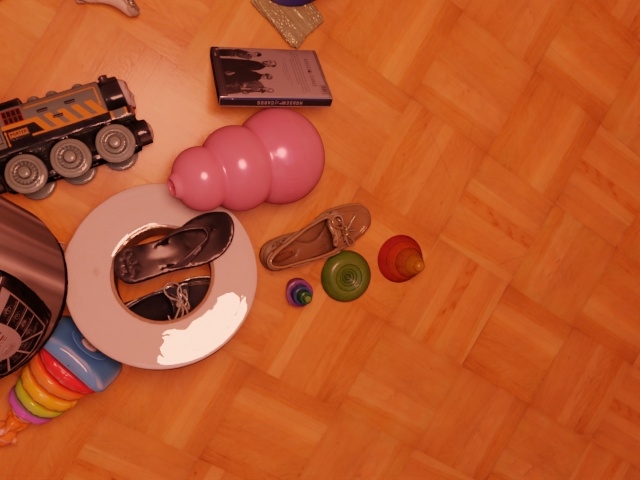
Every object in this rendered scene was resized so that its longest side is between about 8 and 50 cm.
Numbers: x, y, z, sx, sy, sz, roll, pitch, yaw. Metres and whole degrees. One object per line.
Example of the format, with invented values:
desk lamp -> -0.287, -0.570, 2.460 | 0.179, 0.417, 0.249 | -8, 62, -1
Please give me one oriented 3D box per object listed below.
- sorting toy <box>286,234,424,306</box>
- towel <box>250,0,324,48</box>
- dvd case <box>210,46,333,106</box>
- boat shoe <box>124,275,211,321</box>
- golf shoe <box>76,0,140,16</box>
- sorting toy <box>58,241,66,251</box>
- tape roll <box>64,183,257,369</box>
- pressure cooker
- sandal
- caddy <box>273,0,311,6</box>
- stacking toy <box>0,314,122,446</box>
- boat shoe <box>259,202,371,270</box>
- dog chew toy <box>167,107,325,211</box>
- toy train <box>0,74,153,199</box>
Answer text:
sorting toy -> 0.100, 0.087, 1.426 | 0.365, 0.126, 0.127 | -16, 101, -15
towel -> -0.072, -0.515, 1.350 | 0.148, 0.027, 0.110 | 45, 83, -16
dvd case -> -0.108, -0.351, 1.298 | 0.238, 0.179, 0.030 | -3, 141, -16
boat shoe -> -0.329, 0.139, 1.328 | 0.254, 0.079, 0.095 | -12, 92, -16
golf shoe -> -0.452, -0.505, 1.231 | 0.176, 0.069, 0.086 | 40, 105, -14
sorting toy -> -0.585, 0.024, 1.273 | 0.083, 0.012, 0.062 | 15, 97, -21
tape roll -> -0.327, 0.073, 1.259 | 0.391, 0.072, 0.392 | 2, 77, -10
pressure cooker -> -0.672, 0.057, 0.989 | 0.375, 0.420, 0.370 | -11, 74, 2
sandal -> -0.285, 0.018, 1.215 | 0.254, 0.054, 0.097 | -26, 83, -16
caddy -> -0.004, -0.645, 1.258 | 0.341, 0.179, 0.241 | -34, 101, -16
stacking toy -> -0.575, 0.318, 1.255 | 0.175, 0.166, 0.302 | 44, 95, -7
boat shoe -> 0.000, 0.000, 1.403 | 0.285, 0.089, 0.105 | -28, 103, -12
dog chew toy -> -0.154, -0.153, 1.251 | 0.331, 0.206, 0.207 | -22, 103, -32
toy train -> -0.512, -0.208, 1.208 | 0.333, 0.142, 0.190 | -22, 93, -13
